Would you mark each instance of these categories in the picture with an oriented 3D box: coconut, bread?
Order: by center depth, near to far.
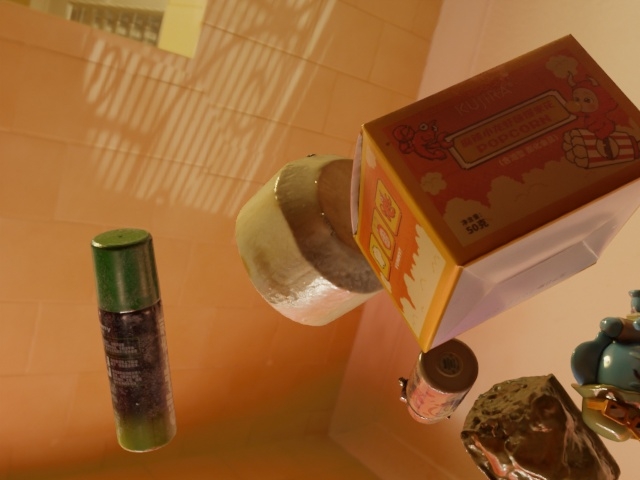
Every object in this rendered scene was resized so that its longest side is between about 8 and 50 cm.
[{"bbox_3d":[0.377,0.373,1.182,0.252,0.196,0.238,54,-27,5],"label":"bread"},{"bbox_3d":[0.000,0.000,1.296,0.322,0.322,0.323,-8,-100,46],"label":"coconut"}]

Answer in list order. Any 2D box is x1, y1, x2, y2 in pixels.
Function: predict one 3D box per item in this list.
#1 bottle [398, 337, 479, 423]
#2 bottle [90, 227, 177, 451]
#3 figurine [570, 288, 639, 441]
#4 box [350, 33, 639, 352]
[{"bbox_3d":[0.187,0.242,1.152,0.209,0.109,0.097,97,18,-58],"label":"bottle"},{"bbox_3d":[-0.275,0.150,1.020,0.093,0.093,0.330,20,-61,46],"label":"bottle"},{"bbox_3d":[0.492,0.186,1.082,0.153,0.180,0.262,4,-110,50],"label":"figurine"},{"bbox_3d":[0.206,-0.051,0.832,0.214,0.283,0.260,58,-14,26],"label":"box"}]
